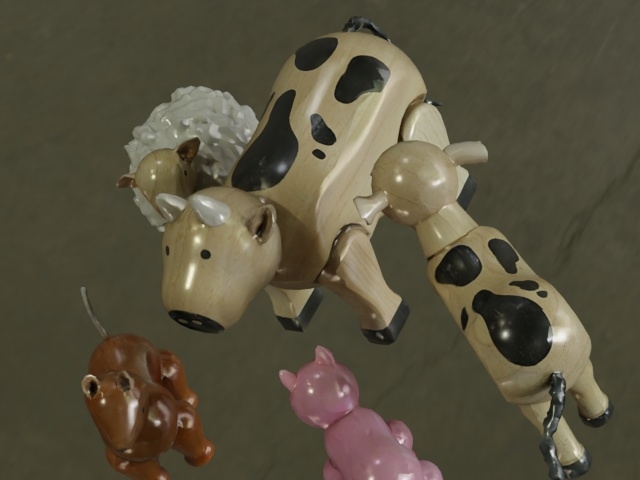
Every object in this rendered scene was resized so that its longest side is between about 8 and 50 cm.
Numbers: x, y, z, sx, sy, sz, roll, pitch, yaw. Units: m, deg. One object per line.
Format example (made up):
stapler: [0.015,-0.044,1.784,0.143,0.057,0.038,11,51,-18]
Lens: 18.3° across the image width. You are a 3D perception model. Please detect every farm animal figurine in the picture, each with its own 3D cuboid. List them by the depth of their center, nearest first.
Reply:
farm animal figurine: [0.000,0.000,1.121,0.330,0.326,0.172,-9,136,25]
